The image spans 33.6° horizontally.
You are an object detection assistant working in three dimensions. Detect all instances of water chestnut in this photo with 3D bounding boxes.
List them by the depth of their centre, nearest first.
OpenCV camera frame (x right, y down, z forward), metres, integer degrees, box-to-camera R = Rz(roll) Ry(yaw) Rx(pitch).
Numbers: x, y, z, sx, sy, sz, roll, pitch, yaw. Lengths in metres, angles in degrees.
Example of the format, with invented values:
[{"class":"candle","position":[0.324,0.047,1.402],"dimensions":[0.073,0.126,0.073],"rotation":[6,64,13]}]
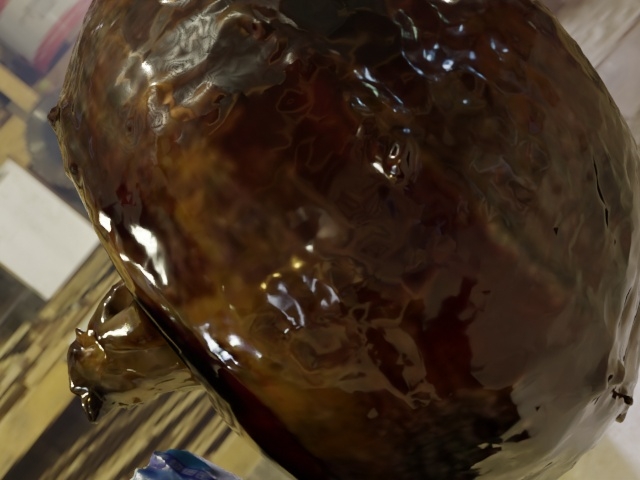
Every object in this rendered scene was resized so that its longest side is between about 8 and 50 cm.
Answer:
[{"class":"water chestnut","position":[0.000,0.000,0.545],"dimensions":[0.302,0.350,0.350],"rotation":[-40,13,4]}]

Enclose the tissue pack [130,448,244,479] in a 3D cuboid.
[{"class":"tissue pack","position":[0.019,0.226,0.416],"dimensions":[0.137,0.269,0.209],"rotation":[81,-151,-67]}]
